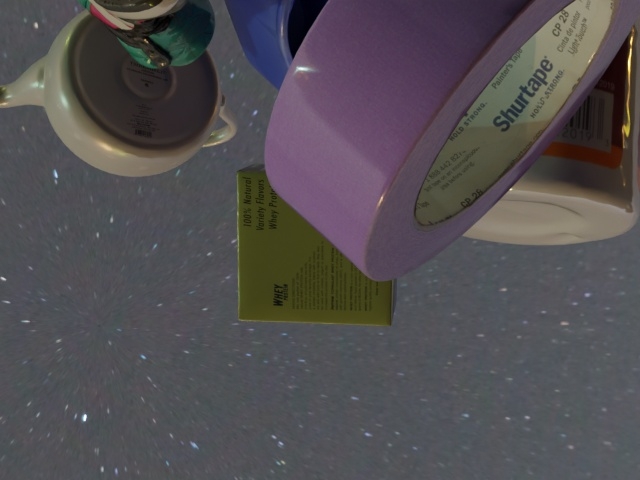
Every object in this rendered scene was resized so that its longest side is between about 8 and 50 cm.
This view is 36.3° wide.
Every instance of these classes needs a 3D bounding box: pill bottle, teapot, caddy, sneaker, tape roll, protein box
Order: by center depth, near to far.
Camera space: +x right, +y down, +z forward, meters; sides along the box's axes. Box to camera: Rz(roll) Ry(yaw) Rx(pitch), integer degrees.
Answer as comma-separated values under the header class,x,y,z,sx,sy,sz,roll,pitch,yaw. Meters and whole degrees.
class,x,y,z,sx,sy,sz,roll,pitch,yaw
tape roll,0.093,-0.105,0.622,0.275,0.275,0.090,-44,-109,-13
pill bottle,0.203,-0.208,0.944,0.224,0.224,0.392,9,-102,-12
sneaker,-0.177,-0.257,1.061,0.178,0.295,0.124,33,-89,-40
caddy,0.034,-0.271,1.122,0.241,0.341,0.179,-42,-119,-12
protein box,0.000,0.000,1.305,0.201,0.136,0.200,1,-81,7
teapot,-0.266,-0.190,1.339,0.256,0.187,0.252,50,-124,-7
